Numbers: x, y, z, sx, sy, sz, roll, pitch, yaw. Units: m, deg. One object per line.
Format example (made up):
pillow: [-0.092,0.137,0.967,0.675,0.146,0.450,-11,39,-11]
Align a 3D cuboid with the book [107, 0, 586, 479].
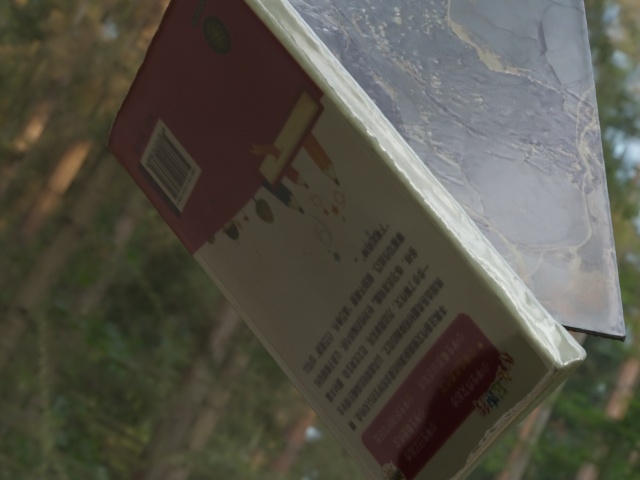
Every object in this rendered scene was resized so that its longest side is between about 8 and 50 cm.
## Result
book: [0.000,0.000,0.814,0.232,0.022,0.162,50,-34,12]

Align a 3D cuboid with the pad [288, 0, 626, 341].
pad: [0.061,-0.120,1.165,0.247,0.368,0.007,11,-34,-18]
